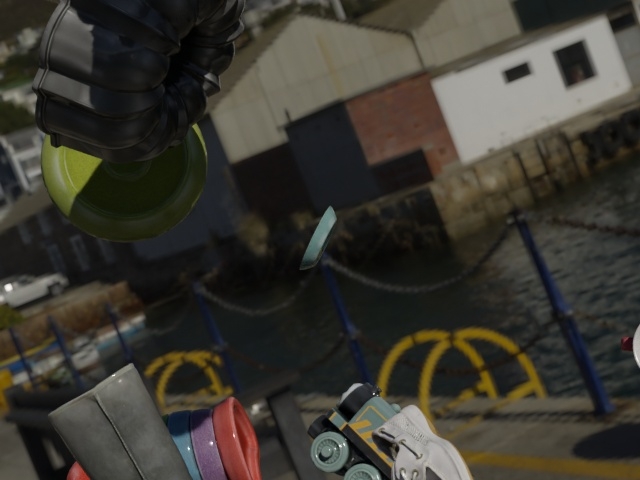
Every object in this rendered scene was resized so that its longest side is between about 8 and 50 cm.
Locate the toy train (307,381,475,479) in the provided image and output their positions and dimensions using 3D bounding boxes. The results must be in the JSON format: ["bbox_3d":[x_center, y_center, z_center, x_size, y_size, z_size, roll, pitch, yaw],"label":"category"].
[{"bbox_3d":[0.129,0.419,2.116,0.190,0.334,0.142,-49,-26,1],"label":"toy train"}]

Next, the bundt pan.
[{"bbox_3d":[-0.198,-0.232,1.366,0.331,0.124,0.331,-58,-11,-18],"label":"bundt pan"}]

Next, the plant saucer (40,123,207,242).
[{"bbox_3d":[-0.282,-0.118,1.634,0.241,0.241,0.037,-23,-3,-13],"label":"plant saucer"}]

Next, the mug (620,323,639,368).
[{"bbox_3d":[0.603,0.171,1.891,0.169,0.113,0.150,7,22,-43],"label":"mug"}]

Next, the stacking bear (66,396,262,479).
[{"bbox_3d":[-0.248,0.355,1.733,0.289,0.164,0.175,-17,38,3],"label":"stacking bear"}]

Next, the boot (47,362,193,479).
[{"bbox_3d":[-0.145,0.217,1.119,0.190,0.208,0.076,-26,-11,-3],"label":"boot"}]

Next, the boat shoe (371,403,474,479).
[{"bbox_3d":[0.147,0.328,1.592,0.096,0.098,0.277,-24,19,-10],"label":"boat shoe"}]

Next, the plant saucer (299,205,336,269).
[{"bbox_3d":[0.000,0.000,1.895,0.119,0.021,0.119,-64,-4,-8],"label":"plant saucer"}]

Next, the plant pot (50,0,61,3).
[{"bbox_3d":[-0.512,-0.500,2.035,0.096,0.109,0.109,7,-17,20],"label":"plant pot"}]
